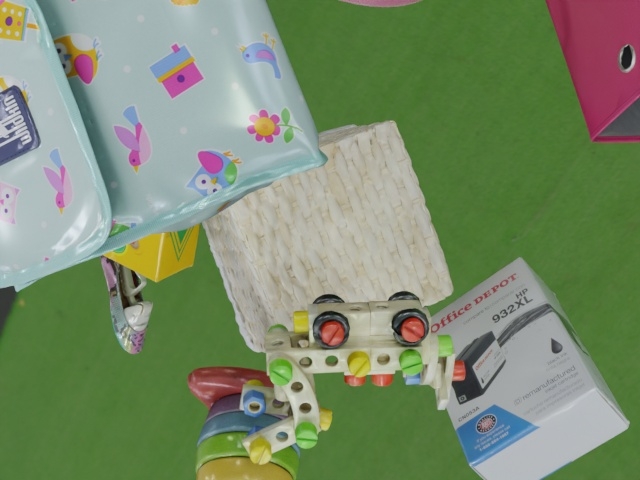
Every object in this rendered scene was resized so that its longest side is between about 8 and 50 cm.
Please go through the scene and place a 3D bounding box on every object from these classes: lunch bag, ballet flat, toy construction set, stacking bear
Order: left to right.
[{"bbox_3d":[-0.157,-0.106,0.731,0.262,0.160,0.223,-21,96,-6],"label":"lunch bag"},{"bbox_3d":[-0.353,0.099,1.835,0.079,0.077,0.222,-15,86,29],"label":"ballet flat"},{"bbox_3d":[-0.114,0.347,1.423,0.164,0.289,0.175,-5,142,11],"label":"stacking bear"},{"bbox_3d":[0.053,0.175,1.316,0.151,0.327,0.215,-133,39,-62],"label":"toy construction set"}]

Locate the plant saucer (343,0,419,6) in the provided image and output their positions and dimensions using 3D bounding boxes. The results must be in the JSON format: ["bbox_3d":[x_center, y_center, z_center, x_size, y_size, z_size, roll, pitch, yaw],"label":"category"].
[{"bbox_3d":[0.031,-0.415,1.103,0.332,0.332,0.084,57,145,11],"label":"plant saucer"}]

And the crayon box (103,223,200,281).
[{"bbox_3d":[-0.357,-0.149,1.633,0.363,0.106,0.313,25,116,24],"label":"crayon box"}]

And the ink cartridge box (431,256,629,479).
[{"bbox_3d":[0.306,0.209,1.561,0.223,0.129,0.307,-36,37,14],"label":"ink cartridge box"}]

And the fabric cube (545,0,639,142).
[{"bbox_3d":[0.501,-0.308,1.356,0.254,0.259,0.258,130,132,-59],"label":"fabric cube"}]

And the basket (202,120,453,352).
[{"bbox_3d":[0.000,0.000,1.653,0.266,0.328,0.331,-169,59,-74],"label":"basket"}]
